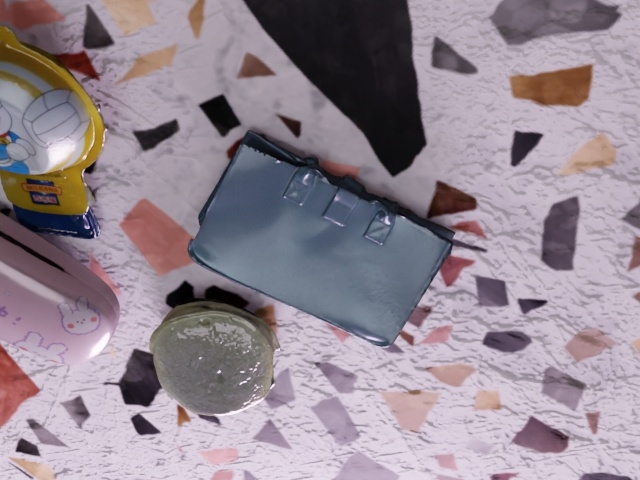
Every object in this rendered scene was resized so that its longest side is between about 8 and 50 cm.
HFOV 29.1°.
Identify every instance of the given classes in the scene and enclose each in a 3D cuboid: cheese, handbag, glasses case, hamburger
[{"bbox_3d":[-0.268,-0.094,1.121,0.176,0.069,0.270,7,142,14],"label":"cheese"},{"bbox_3d":[0.000,0.000,1.146,0.221,0.057,0.144,27,124,-9],"label":"handbag"},{"bbox_3d":[-0.338,0.025,1.225,0.296,0.075,0.113,31,130,-13],"label":"glasses case"},{"bbox_3d":[-0.107,0.116,1.254,0.133,0.062,0.140,1,125,7],"label":"hamburger"}]
